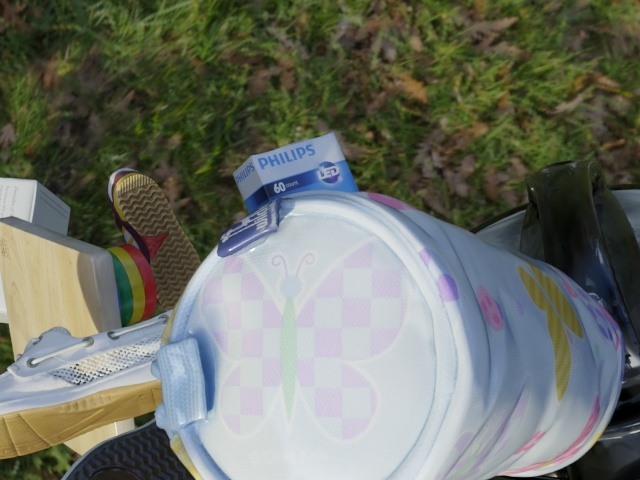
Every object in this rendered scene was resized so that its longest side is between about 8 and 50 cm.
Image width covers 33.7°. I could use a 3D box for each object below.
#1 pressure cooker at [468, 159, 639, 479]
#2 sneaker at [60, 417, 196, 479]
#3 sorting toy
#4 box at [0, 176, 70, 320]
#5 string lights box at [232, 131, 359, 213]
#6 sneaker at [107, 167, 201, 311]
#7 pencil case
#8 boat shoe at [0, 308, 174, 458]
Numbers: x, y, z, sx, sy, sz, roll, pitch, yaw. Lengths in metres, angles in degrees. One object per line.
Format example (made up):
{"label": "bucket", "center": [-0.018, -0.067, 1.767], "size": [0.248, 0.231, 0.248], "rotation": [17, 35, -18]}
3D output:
{"label": "pressure cooker", "center": [0.262, 0.141, 0.947], "size": [0.375, 0.370, 0.420], "rotation": [-35, 124, -22]}
{"label": "sneaker", "center": [-0.122, 0.202, 0.821], "size": [0.106, 0.290, 0.123], "rotation": [31, 120, 12]}
{"label": "sorting toy", "center": [-0.267, 0.108, 1.218], "size": [0.089, 0.255, 0.257], "rotation": [-16, 110, -37]}
{"label": "box", "center": [-0.431, 0.018, 1.441], "size": [0.119, 0.181, 0.181], "rotation": [6, 80, 2]}
{"label": "string lights box", "center": [0.000, 0.000, 1.393], "size": [0.133, 0.077, 0.259], "rotation": [-19, 82, -29]}
{"label": "sneaker", "center": [-0.194, -0.002, 1.244], "size": [0.070, 0.084, 0.185], "rotation": [-25, 113, -17]}
{"label": "pencil case", "center": [0.048, 0.056, 0.456], "size": [0.124, 0.273, 0.113], "rotation": [-31, 71, 22]}
{"label": "boat shoe", "center": [-0.241, 0.129, 0.991], "size": [0.277, 0.098, 0.096], "rotation": [-13, 63, -18]}
